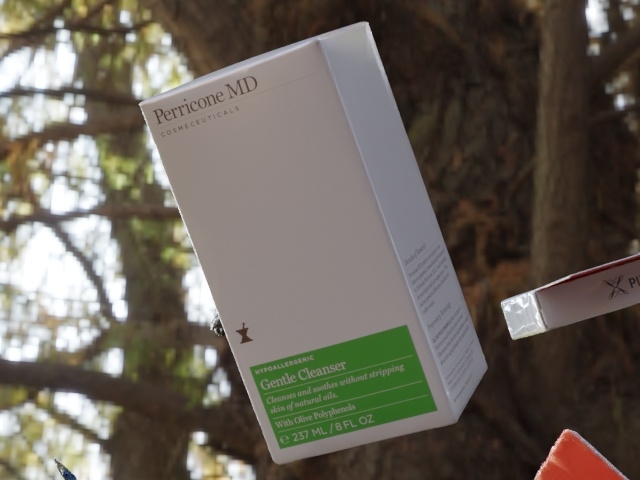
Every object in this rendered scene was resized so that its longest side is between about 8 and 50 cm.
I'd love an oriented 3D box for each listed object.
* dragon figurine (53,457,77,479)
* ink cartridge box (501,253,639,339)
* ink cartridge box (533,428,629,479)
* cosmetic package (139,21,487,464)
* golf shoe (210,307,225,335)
[{"bbox_3d":[-0.262,0.291,1.508,0.085,0.144,0.289,18,-37,18],"label":"dragon figurine"},{"bbox_3d":[0.393,0.050,1.751,0.275,0.060,0.239,-16,-5,-14],"label":"ink cartridge box"},{"bbox_3d":[0.149,0.302,0.679,0.091,0.308,0.385,-35,-22,-29],"label":"ink cartridge box"},{"bbox_3d":[0.000,0.000,1.319,0.197,0.366,0.155,-18,9,23],"label":"cosmetic package"},{"bbox_3d":[-0.059,0.061,1.800,0.198,0.094,0.077,-18,-33,27],"label":"golf shoe"}]
